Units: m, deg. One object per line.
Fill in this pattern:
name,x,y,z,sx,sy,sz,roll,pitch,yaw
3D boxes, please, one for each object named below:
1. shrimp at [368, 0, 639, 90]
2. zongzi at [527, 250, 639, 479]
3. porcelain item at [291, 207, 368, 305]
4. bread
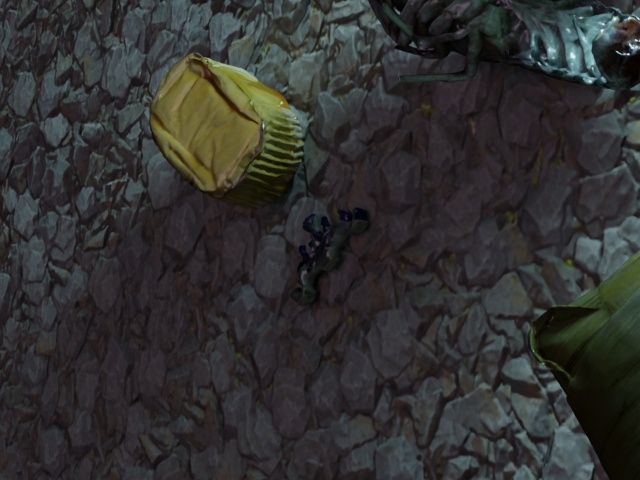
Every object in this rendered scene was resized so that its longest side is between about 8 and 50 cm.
shrimp,0.151,-0.222,1.478,0.410,0.166,0.221,32,76,34
zongzi,0.360,0.094,1.182,0.360,0.160,0.323,-46,58,28
porcelain item,0.000,0.000,1.723,0.136,0.021,0.075,-55,43,30
bread,-0.102,-0.120,1.796,0.190,0.114,0.132,46,110,33
